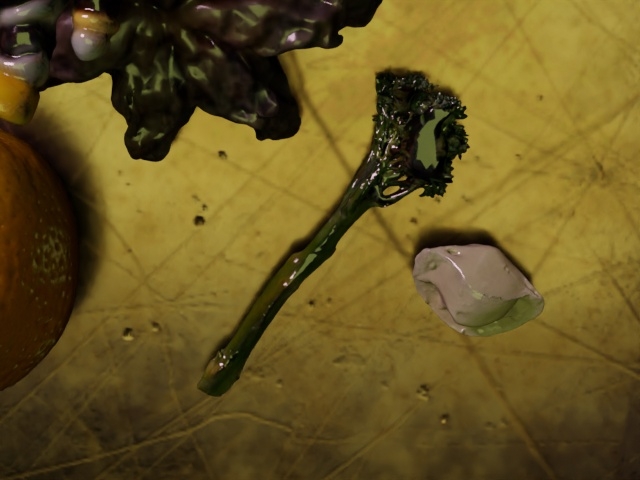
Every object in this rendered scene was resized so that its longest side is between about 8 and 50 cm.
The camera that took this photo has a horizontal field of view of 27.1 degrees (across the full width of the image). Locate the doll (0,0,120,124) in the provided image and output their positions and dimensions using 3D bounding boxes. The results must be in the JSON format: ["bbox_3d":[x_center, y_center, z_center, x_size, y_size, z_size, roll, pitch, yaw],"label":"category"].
[{"bbox_3d":[-0.137,-0.223,0.693,0.145,0.103,0.316,23,94,5],"label":"doll"}]

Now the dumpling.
[{"bbox_3d":[0.100,0.032,0.862,0.076,0.057,0.052,-1,67,-22],"label":"dumpling"}]

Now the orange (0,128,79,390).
[{"bbox_3d":[-0.268,0.003,0.801,0.237,0.158,0.179,14,88,-1],"label":"orange"}]

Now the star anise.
[{"bbox_3d":[-0.085,-0.157,0.784,0.223,0.109,0.236,35,105,-3],"label":"star anise"}]

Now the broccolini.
[{"bbox_3d":[0.005,0.002,0.865,0.057,0.071,0.254,18,118,-46],"label":"broccolini"}]
